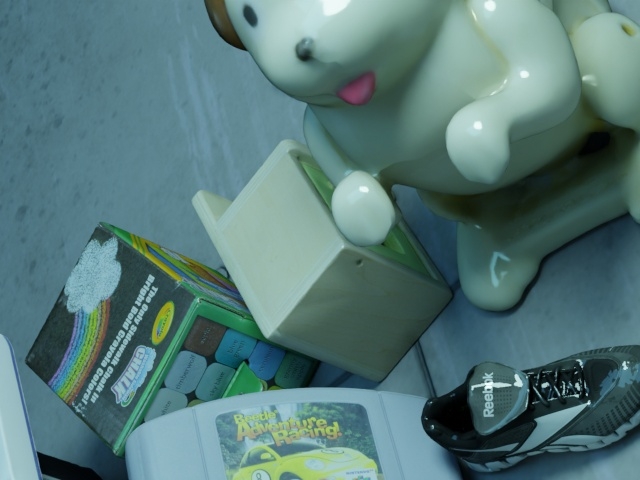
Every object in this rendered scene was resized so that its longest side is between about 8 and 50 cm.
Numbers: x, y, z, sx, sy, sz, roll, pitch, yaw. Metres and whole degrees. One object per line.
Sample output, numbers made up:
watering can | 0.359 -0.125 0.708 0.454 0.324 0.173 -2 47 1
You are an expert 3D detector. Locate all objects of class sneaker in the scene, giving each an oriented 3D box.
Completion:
sneaker | 0.179 0.138 1.599 0.234 0.106 0.078 -24 55 40

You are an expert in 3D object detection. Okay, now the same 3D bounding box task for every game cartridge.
game cartridge | -0.017 0.221 1.655 0.060 0.294 0.196 101 159 -44

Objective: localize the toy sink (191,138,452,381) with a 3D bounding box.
toy sink | 0.000 0.000 1.840 0.131 0.152 0.234 -51 40 18

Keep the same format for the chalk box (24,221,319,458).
chalk box | -0.134 0.132 1.907 0.289 0.179 0.180 35 97 50

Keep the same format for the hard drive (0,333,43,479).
hard drive | -0.403 0.269 1.915 0.319 0.040 0.210 -45 42 24

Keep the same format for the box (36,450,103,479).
box | -0.331 0.443 1.944 0.293 0.212 0.395 31 94 51

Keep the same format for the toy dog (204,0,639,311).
toy dog | 0.101 -0.177 1.609 0.284 0.408 0.395 -20 58 41
